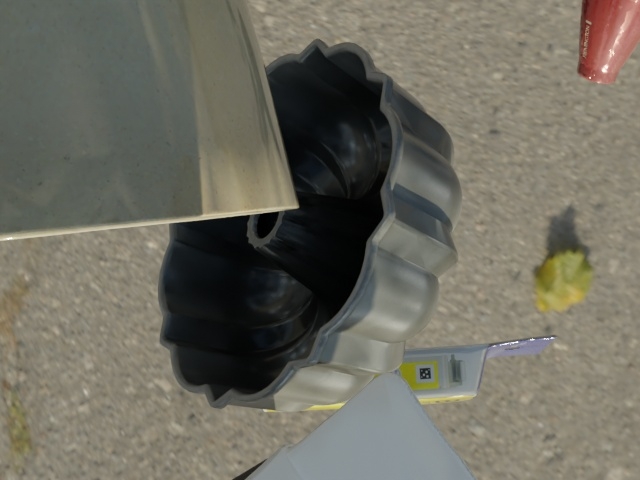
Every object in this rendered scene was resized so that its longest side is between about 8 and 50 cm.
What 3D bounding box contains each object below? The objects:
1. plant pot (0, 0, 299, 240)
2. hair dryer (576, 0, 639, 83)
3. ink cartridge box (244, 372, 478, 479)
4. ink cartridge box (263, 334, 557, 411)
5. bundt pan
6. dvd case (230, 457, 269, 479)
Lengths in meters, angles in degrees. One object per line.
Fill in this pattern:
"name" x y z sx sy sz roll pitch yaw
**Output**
"plant pot" -0.151 -0.136 0.583 0.256 0.256 0.274 -7 92 -21
"hair dryer" 0.300 -0.220 1.092 0.080 0.293 0.223 1 69 -27
"ink cartridge box" -0.007 0.145 0.420 0.198 0.115 0.067 -43 155 15
"ink cartridge box" 0.104 0.155 1.489 0.307 0.303 0.072 -2 82 6
"bundt pan" 0.000 0.000 1.145 0.124 0.331 0.331 23 97 -33
"dvd case" -0.122 0.278 0.989 0.239 0.029 0.179 -29 142 -20
